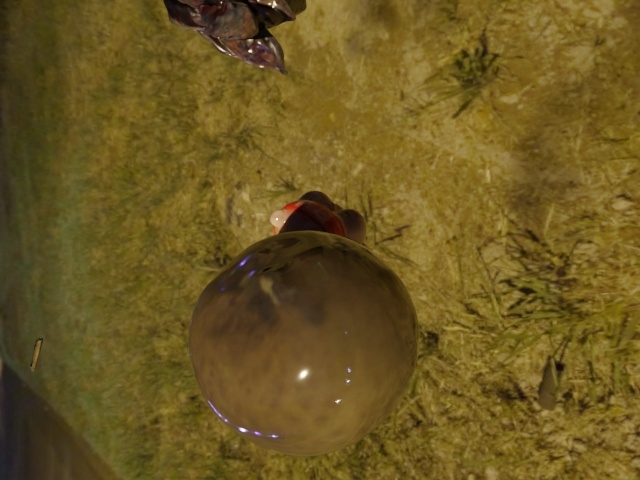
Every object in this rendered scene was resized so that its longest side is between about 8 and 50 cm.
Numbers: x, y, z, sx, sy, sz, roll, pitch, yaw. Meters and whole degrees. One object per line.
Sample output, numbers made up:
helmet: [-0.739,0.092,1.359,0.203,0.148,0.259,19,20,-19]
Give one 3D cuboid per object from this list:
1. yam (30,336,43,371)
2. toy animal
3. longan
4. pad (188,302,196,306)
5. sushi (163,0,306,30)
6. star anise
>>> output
yam: [-0.610,0.244,1.179,0.107,0.014,0.014,-61,39,30]
toy animal: [0.000,0.000,1.020,0.198,0.171,0.171,57,-167,-59]
longan: [-0.019,0.132,0.736,0.319,0.318,0.319,-4,85,61]
pad: [-0.167,0.147,1.282,0.330,0.219,0.004,-19,67,61]
sushi: [-0.179,-0.597,1.143,0.281,0.299,0.294,-93,3,-62]
star anise: [-0.134,-0.316,0.676,0.129,0.212,0.282,-57,45,11]
